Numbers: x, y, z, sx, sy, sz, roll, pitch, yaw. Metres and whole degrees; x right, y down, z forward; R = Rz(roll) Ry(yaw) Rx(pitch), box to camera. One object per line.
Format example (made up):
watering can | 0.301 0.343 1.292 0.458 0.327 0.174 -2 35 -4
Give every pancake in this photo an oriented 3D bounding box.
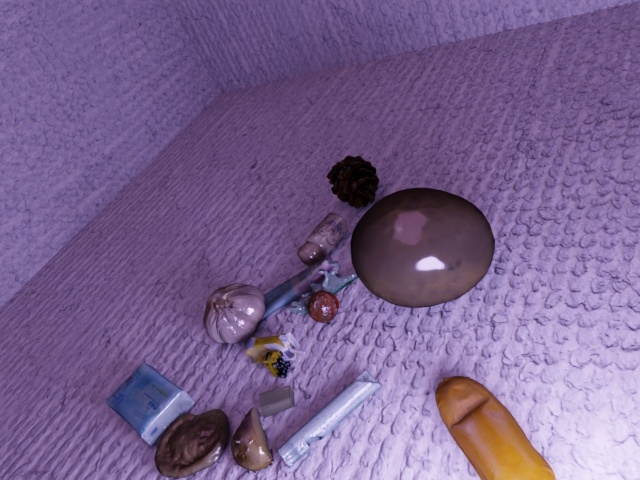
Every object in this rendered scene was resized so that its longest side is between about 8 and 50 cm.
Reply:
pancake | -0.361 0.561 1.615 0.236 0.042 0.222 -1 40 35

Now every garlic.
garlic | -0.291 0.234 1.899 0.227 0.152 0.228 -24 38 20

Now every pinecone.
pinecone | 0.128 -0.219 2.203 0.184 0.179 0.205 -34 44 33

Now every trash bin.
trash bin | -0.120 0.446 1.598 0.092 0.043 0.061 -19 34 8

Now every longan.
longan | 0.282 0.018 1.626 0.404 0.337 0.404 -9 0 0

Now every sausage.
sausage | 0.357 0.416 1.223 0.134 0.116 0.354 -41 29 7

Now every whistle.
whistle | 0.023 0.451 1.467 0.312 0.062 0.062 -39 34 -15

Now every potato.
potato | -0.197 0.512 1.498 0.100 0.089 0.172 -31 44 6

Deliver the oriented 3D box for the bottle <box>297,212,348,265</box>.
bottle | 0.000 0.000 2.059 0.110 0.097 0.209 12 50 45

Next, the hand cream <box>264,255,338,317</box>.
hand cream | -0.090 0.156 1.946 0.312 0.070 0.111 -31 36 6

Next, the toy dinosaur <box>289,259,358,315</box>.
toy dinosaur | 0.055 0.106 1.849 0.382 0.129 0.076 -31 40 -6

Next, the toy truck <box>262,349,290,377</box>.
toy truck | -0.130 0.359 1.680 0.054 0.083 0.049 -9 37 26

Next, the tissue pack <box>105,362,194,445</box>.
tissue pack | -0.532 0.498 1.785 0.263 0.089 0.177 15 54 47

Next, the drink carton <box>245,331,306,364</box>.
drink carton | -0.121 0.320 1.727 0.199 0.084 0.075 -12 35 27

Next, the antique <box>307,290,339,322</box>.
antique | 0.005 0.206 1.776 0.104 0.104 0.104 -19 34 14
